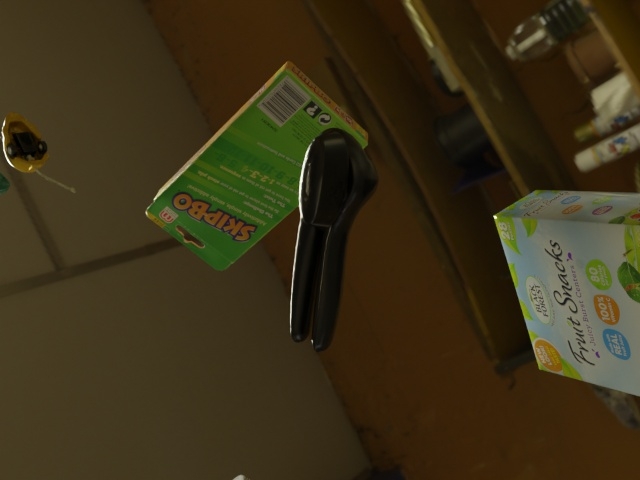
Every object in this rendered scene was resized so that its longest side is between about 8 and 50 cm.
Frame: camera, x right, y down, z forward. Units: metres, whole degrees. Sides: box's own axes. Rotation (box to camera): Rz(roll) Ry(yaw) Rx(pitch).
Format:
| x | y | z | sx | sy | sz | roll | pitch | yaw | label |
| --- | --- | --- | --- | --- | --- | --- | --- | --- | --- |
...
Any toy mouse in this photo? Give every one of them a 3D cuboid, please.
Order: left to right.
| x | y | z | sx | sy | sz | roll | pitch | yaw | label |
| --- | --- | --- | --- | --- | --- | --- | --- | --- | --- |
| -0.335 | -0.087 | 0.776 | 0.143 | 0.031 | 0.161 | -23 | -104 | -47 | toy mouse |

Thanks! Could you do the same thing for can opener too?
| x | y | z | sx | sy | sz | roll | pitch | yaw | label |
| --- | --- | --- | --- | --- | --- | --- | --- | --- | --- |
| 0.000 | 0.000 | 0.661 | 0.073 | 0.186 | 0.059 | -7 | -154 | -36 | can opener |

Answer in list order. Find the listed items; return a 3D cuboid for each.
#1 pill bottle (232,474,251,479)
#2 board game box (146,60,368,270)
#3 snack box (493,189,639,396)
| x | y | z | sx | sy | sz | roll | pitch | yaw | label |
| --- | --- | --- | --- | --- | --- | --- | --- | --- | --- |
| -0.012 | 0.366 | 0.831 | 0.265 | 0.153 | 0.153 | 38 | -139 | -3 | pill bottle |
| -0.079 | -0.076 | 0.950 | 0.124 | 0.259 | 0.039 | 40 | -154 | -19 | board game box |
| 0.267 | 0.047 | 0.728 | 0.070 | 0.207 | 0.174 | -28 | -73 | -25 | snack box |
